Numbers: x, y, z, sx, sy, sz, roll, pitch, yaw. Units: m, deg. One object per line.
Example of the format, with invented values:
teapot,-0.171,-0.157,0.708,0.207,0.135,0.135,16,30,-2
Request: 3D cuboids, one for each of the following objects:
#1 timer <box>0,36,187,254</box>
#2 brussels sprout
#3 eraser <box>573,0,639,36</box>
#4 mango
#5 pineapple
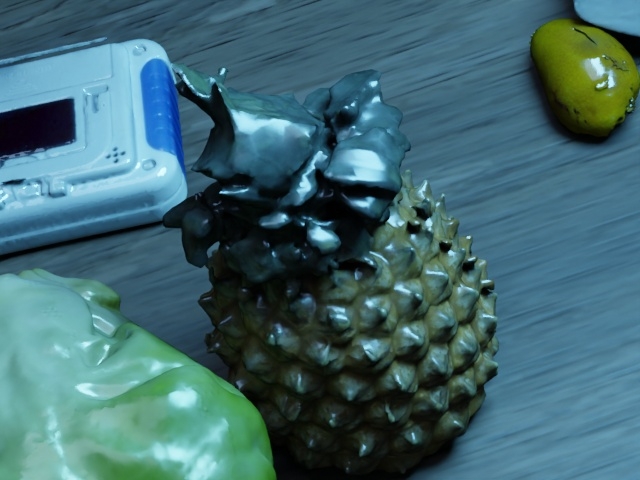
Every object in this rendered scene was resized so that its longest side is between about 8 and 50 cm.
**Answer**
timer,-0.245,-0.080,1.627,0.253,0.078,0.178,-12,51,3
brussels sprout,-0.183,0.175,1.294,0.316,0.242,0.274,34,89,27
eraser,0.292,-0.291,1.630,0.174,0.095,0.270,2,46,-3
mango,0.215,-0.141,1.571,0.077,0.063,0.127,-30,50,1
pineapple,0.002,0.001,1.323,0.223,0.357,0.223,-9,51,11
